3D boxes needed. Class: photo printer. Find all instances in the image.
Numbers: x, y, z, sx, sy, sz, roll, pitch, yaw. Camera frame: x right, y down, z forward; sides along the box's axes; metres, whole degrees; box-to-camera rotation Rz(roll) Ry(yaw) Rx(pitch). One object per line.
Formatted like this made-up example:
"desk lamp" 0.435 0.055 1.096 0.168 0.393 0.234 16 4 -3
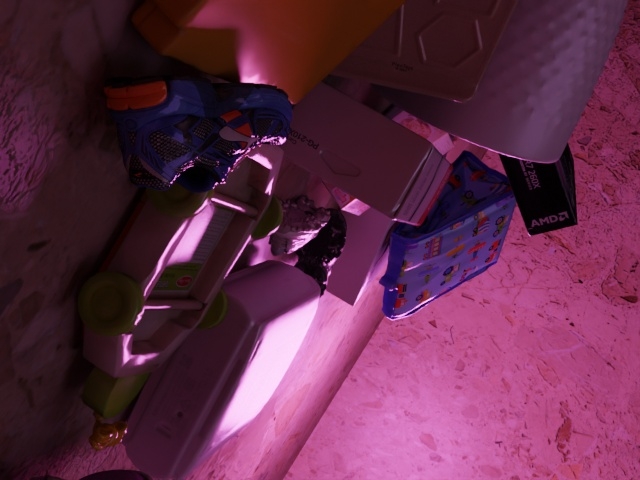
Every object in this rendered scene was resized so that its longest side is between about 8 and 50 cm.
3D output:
"photo printer" -0.114 0.155 1.212 0.256 0.107 0.307 -62 169 14

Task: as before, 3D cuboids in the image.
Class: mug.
"mug" 0.214 -0.307 1.137 0.374 0.276 0.328 3 118 -42

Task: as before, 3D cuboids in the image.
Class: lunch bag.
"lunch bag" 0.215 0.012 1.680 0.293 0.138 0.221 -38 150 -32

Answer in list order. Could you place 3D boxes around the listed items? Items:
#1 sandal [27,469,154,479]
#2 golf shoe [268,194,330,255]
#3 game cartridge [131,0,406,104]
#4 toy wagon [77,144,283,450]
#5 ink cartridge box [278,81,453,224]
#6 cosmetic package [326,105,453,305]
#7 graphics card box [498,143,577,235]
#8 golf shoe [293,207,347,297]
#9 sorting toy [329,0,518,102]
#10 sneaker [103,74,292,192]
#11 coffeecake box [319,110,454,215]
"sandal" -0.280 0.272 0.812 0.416 0.169 0.102 -28 107 -68
"golf shoe" -0.040 -0.009 1.226 0.086 0.069 0.176 -56 168 12
"game cartridge" 0.018 -0.237 0.735 0.285 0.052 0.324 -42 170 13
"toy wagon" -0.149 0.043 0.893 0.344 0.068 0.267 -59 168 2
"ink cartridge box" 0.059 -0.103 1.130 0.100 0.172 0.237 -61 168 6
"cosmetic package" 0.135 -0.102 1.646 0.284 0.097 0.377 -51 166 -46
"graphics card box" 0.342 -0.221 1.555 0.232 0.094 0.370 -70 141 -55
"golf shoe" 0.000 0.000 1.425 0.198 0.077 0.094 113 -1 -51
"sorting toy" 0.111 -0.259 0.982 0.038 0.193 0.208 -93 -163 -49
"sneaker" -0.093 -0.082 0.723 0.221 0.083 0.087 -11 104 -61
"coffeecake box" 0.100 -0.119 1.351 0.185 0.068 0.142 -36 171 8
